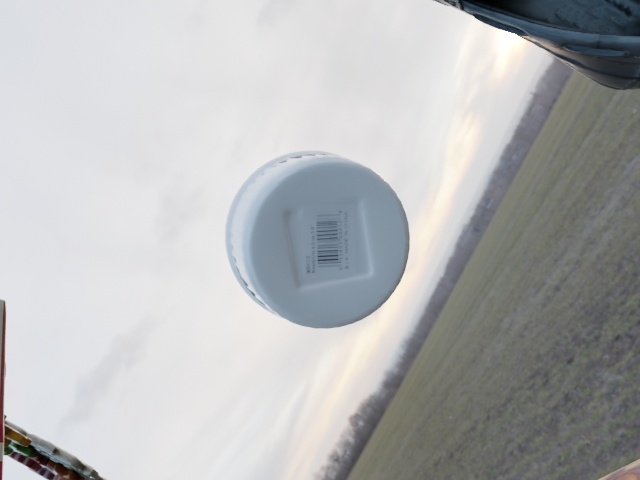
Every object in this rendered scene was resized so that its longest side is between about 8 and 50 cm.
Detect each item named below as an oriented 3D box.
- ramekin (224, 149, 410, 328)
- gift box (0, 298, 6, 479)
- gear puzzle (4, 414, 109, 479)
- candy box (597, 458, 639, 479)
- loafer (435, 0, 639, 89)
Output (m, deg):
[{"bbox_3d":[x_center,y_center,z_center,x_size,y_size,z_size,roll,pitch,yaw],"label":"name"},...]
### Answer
[{"bbox_3d":[0.000,0.000,0.906,0.277,0.277,0.135,-63,15,-1],"label":"ramekin"},{"bbox_3d":[-0.352,0.161,0.374,0.258,0.276,0.255,18,-122,-47],"label":"gift box"},{"bbox_3d":[-0.365,0.289,0.780,0.339,0.175,0.044,92,-157,-56],"label":"gear puzzle"},{"bbox_3d":[0.384,0.333,0.682,0.109,0.053,0.187,-39,9,20],"label":"candy box"},{"bbox_3d":[0.091,-0.155,0.313,0.076,0.223,0.078,-58,-13,14],"label":"loafer"}]
